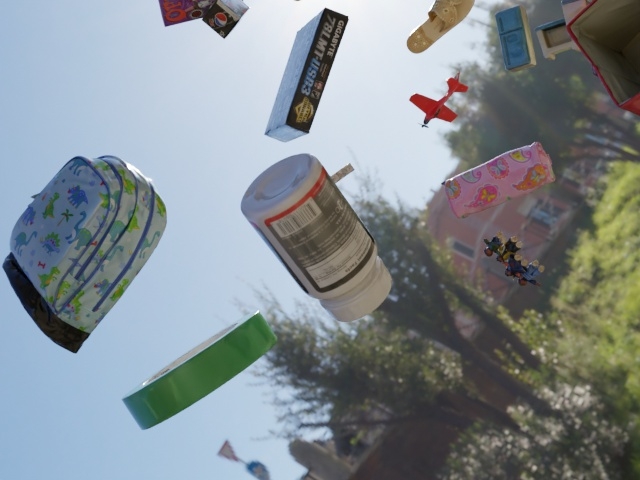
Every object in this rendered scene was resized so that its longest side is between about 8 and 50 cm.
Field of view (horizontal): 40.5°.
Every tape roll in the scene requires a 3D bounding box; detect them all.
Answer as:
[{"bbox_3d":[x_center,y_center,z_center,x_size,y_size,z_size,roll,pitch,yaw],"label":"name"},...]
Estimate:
[{"bbox_3d":[-0.239,0.256,1.732,0.321,0.077,0.321,-32,1,1],"label":"tape roll"}]

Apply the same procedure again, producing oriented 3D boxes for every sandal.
[{"bbox_3d":[0.307,-0.562,2.211,0.240,0.088,0.079,-45,8,30],"label":"sandal"}]

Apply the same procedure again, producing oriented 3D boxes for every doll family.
[{"bbox_3d":[0.530,0.058,2.387,0.076,0.193,0.111,-26,-20,-30],"label":"doll family"}]

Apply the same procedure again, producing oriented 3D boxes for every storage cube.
[{"bbox_3d":[0.545,-0.313,1.358,0.193,0.183,0.215,8,-40,-44],"label":"storage cube"}]

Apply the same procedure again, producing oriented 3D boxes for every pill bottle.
[{"bbox_3d":[0.000,0.000,1.531,0.161,0.161,0.283,-51,-58,-25],"label":"pill bottle"}]

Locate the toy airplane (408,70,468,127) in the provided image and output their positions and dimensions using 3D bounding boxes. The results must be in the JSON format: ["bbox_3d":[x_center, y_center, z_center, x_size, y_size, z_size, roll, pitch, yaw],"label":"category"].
[{"bbox_3d":[0.276,-0.313,1.957,0.151,0.028,0.151,-15,-47,-17],"label":"toy airplane"}]

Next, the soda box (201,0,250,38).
[{"bbox_3d":[-0.183,-0.443,1.695,0.053,0.060,0.169,-47,14,18],"label":"soda box"}]

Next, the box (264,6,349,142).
[{"bbox_3d":[-0.042,-0.397,2.133,0.293,0.073,0.295,-176,105,-77],"label":"box"}]

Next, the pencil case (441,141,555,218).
[{"bbox_3d":[0.466,-0.155,2.280,0.284,0.124,0.124,-25,-6,26],"label":"pencil case"}]

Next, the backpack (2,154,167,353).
[{"bbox_3d":[-0.480,-0.004,1.783,0.356,0.290,0.273,-39,-40,-6],"label":"backpack"}]

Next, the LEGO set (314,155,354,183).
[{"bbox_3d":[-0.038,-0.123,1.890,0.227,0.087,0.093,-35,4,9],"label":"LEGO set"}]

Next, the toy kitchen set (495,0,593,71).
[{"bbox_3d":[0.423,-0.416,1.650,0.166,0.207,0.122,-5,-97,-57],"label":"toy kitchen set"}]

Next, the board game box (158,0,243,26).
[{"bbox_3d":[-0.288,-0.636,2.002,0.208,0.056,0.347,-12,-21,-6],"label":"board game box"}]
